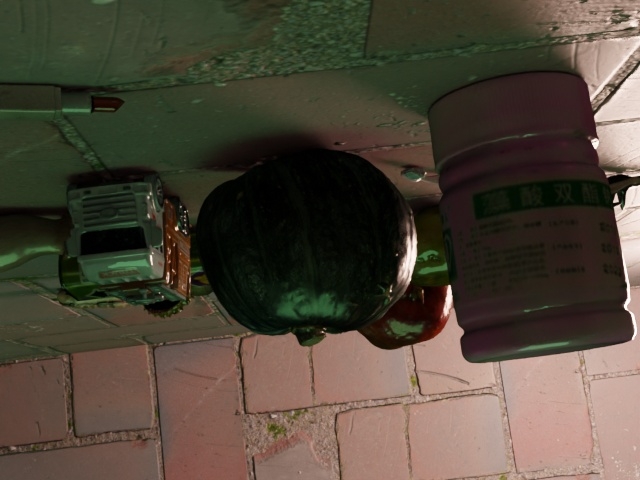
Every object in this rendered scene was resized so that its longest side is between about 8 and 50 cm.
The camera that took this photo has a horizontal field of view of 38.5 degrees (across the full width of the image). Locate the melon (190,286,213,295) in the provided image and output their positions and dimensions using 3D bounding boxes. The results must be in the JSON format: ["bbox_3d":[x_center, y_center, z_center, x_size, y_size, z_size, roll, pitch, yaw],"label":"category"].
[{"bbox_3d":[-0.246,0.063,1.837,0.098,0.098,0.130,-6,164,-5],"label":"melon"}]

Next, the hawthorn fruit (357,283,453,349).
[{"bbox_3d":[0.182,0.122,2.057,0.258,0.258,0.261,-3,140,-19],"label":"hawthorn fruit"}]

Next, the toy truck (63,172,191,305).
[{"bbox_3d":[-0.278,0.011,1.378,0.136,0.162,0.305,-7,169,2],"label":"toy truck"}]

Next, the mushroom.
[{"bbox_3d":[-0.473,0.002,1.409,0.213,0.088,0.097,-11,180,-15],"label":"mushroom"}]

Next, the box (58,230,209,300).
[{"bbox_3d":[-0.300,0.040,1.695,0.346,0.097,0.134,-8,161,3],"label":"box"}]

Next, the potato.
[{"bbox_3d":[0.223,0.017,1.734,0.186,0.148,0.253,-35,165,23],"label":"potato"}]

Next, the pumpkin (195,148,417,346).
[{"bbox_3d":[0.000,0.000,1.256,0.293,0.263,0.197,-4,165,-28],"label":"pumpkin"}]

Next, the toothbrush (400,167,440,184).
[{"bbox_3d":[0.221,-0.097,1.509,0.027,0.021,0.269,-10,171,42],"label":"toothbrush"}]

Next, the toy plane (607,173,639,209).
[{"bbox_3d":[0.495,-0.072,1.641,0.262,0.088,0.192,-6,-163,-18],"label":"toy plane"}]

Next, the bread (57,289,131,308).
[{"bbox_3d":[-0.507,0.134,2.148,0.214,0.053,0.073,-2,164,-20],"label":"bread"}]

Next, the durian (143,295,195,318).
[{"bbox_3d":[-0.312,0.115,2.003,0.187,0.119,0.108,-17,162,35],"label":"durian"}]

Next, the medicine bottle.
[{"bbox_3d":[0.256,-0.021,1.132,0.212,0.325,0.212,-6,168,-1],"label":"medicine bottle"}]

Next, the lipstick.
[{"bbox_3d":[-0.267,-0.142,0.948,0.129,0.030,0.030,-3,168,-22],"label":"lipstick"}]
